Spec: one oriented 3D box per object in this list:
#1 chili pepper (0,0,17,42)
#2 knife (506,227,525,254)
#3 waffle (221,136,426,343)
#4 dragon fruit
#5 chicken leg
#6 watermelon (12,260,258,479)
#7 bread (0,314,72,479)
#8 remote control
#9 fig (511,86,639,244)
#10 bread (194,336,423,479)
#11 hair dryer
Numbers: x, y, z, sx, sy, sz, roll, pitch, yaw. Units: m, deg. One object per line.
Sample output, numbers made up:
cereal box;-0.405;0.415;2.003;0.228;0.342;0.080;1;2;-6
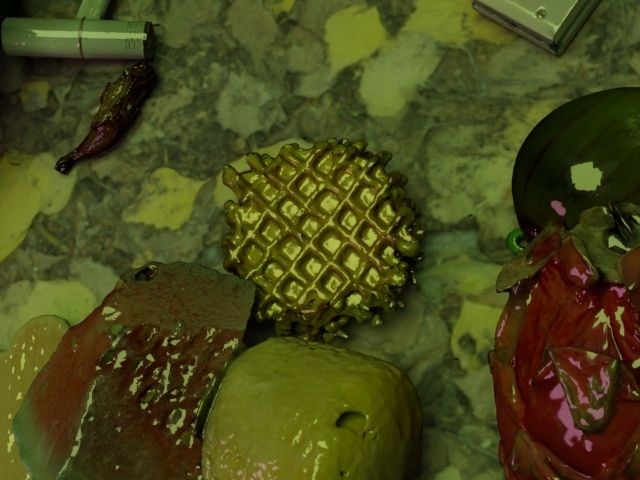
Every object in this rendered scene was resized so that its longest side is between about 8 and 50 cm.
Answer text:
chili pepper;-0.390;-0.297;1.470;0.148;0.116;0.264;-9;70;0
knife;0.259;0.035;1.186;0.212;0.015;0.054;28;83;24
waffle;0.000;0.000;1.259;0.193;0.070;0.197;-19;71;12
dragon fruit;0.260;0.118;1.007;0.278;0.277;0.342;6;114;21
chicken leg;-0.221;-0.125;1.390;0.062;0.037;0.145;28;83;46
watermelon;-0.153;0.131;1.201;0.193;0.140;0.256;29;89;-2
bread;-0.289;0.194;1.311;0.182;0.039;0.250;14;79;23
remote control;0.260;-0.313;1.273;0.103;0.055;0.277;35;88;25
fig;0.278;-0.082;1.150;0.259;0.151;0.151;-41;65;-11
bread;-0.003;0.182;1.139;0.171;0.197;0.197;20;81;29
hair dryer;-0.247;-0.272;1.434;0.155;0.044;0.183;2;63;1
